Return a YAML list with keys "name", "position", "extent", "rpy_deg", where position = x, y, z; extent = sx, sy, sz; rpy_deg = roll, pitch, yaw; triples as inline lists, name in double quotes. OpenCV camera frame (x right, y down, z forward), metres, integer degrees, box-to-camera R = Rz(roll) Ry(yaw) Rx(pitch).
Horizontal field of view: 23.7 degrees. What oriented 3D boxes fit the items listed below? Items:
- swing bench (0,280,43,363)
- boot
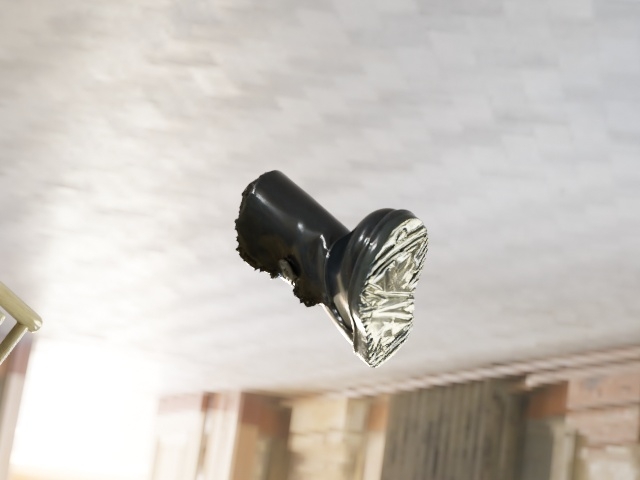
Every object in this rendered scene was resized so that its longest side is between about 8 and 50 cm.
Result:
- name: "swing bench"
  position: [-0.428, 0.090, 1.402]
  extent: [0.165, 0.253, 0.255]
  rpy_deg: [30, 165, 21]
- name: "boot"
  position: [0.000, 0.000, 1.508]
  extent: [0.207, 0.094, 0.246]
  rpy_deg: [41, 158, 21]
